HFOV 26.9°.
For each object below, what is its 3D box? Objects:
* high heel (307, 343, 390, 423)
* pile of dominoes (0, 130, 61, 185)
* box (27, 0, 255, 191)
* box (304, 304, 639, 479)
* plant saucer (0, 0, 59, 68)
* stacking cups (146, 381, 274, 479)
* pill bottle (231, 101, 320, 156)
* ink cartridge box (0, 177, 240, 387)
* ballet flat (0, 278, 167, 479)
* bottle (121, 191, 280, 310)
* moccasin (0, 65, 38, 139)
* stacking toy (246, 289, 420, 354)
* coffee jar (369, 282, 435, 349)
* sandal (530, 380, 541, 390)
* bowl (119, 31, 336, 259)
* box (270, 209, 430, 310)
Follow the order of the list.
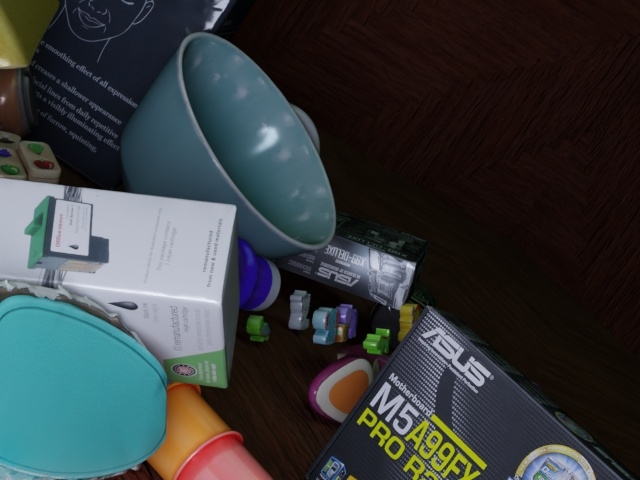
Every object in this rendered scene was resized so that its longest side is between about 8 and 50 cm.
[{"bbox_3d":[0.019,0.162,1.596,0.117,0.082,0.244,10,11,29],"label":"high heel"},{"bbox_3d":[-0.363,-0.071,1.189,0.251,0.040,0.196,3,31,-29],"label":"pile of dominoes"},{"bbox_3d":[-0.282,-0.316,1.835,0.293,0.395,0.212,35,11,-2],"label":"box"},{"bbox_3d":[0.137,0.225,1.238,0.270,0.216,0.060,43,14,34],"label":"box"},{"bbox_3d":[-0.469,-0.274,1.469,0.332,0.081,0.333,3,21,-6],"label":"plant saucer"},{"bbox_3d":[-0.150,0.122,1.138,0.316,0.096,0.096,40,12,27],"label":"stacking cups"},{"bbox_3d":[-0.117,-0.155,1.950,0.146,0.146,0.264,28,3,-32],"label":"pill bottle"},{"bbox_3d":[-0.177,0.035,1.053,0.219,0.093,0.160,6,-30,2],"label":"ink cartridge box"},{"bbox_3d":[-0.271,0.082,0.891,0.147,0.147,0.409,42,13,34],"label":"ballet flat"},{"bbox_3d":[-0.149,0.028,1.494,0.092,0.118,0.283,41,12,32],"label":"bottle"},{"bbox_3d":[-0.443,-0.209,1.578,0.147,0.139,0.380,-18,39,-29],"label":"moccasin"},{"bbox_3d":[0.020,0.100,1.657,0.166,0.052,0.221,5,3,17],"label":"stacking toy"},{"bbox_3d":[0.128,0.112,2.061,0.096,0.079,0.184,34,11,-2],"label":"coffee jar"},{"bbox_3d":[0.285,0.253,1.863,0.169,0.102,0.416,38,11,16],"label":"sandal"},{"bbox_3d":[-0.134,-0.087,1.688,0.311,0.163,0.312,45,25,-29],"label":"bowl"},{"bbox_3d":[0.000,0.000,1.960,0.307,0.077,0.242,20,10,6],"label":"box"}]
